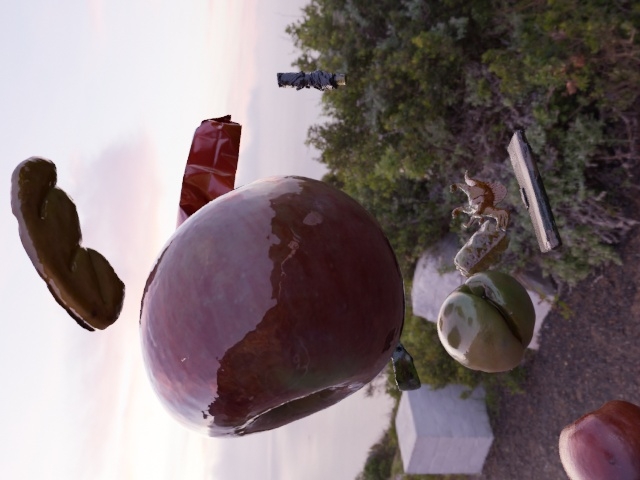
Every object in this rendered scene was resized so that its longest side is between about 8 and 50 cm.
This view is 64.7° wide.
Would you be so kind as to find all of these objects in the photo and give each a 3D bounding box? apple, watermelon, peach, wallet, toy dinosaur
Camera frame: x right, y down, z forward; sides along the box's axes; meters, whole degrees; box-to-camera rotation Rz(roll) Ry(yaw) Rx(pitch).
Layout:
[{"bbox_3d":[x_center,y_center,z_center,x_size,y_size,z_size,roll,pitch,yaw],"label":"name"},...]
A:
[{"bbox_3d":[-0.065,0.075,0.621,0.345,0.344,0.269,102,149,-62],"label":"apple"},{"bbox_3d":[0.235,0.354,1.409,0.245,0.063,0.119,66,-169,-47],"label":"watermelon"},{"bbox_3d":[0.482,0.239,1.460,0.247,0.292,0.292,16,109,44],"label":"peach"},{"bbox_3d":[0.564,-0.124,1.340,0.169,0.044,0.317,18,-124,-75],"label":"wallet"},{"bbox_3d":[0.608,0.441,1.017,0.218,0.218,0.201,98,152,-50],"label":"apple"},{"bbox_3d":[0.368,-0.106,1.151,0.057,0.142,0.212,43,-127,-38],"label":"toy dinosaur"}]

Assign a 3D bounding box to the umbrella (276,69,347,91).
[{"bbox_3d":[-0.018,-0.320,1.012,0.040,0.144,0.037,69,-152,-60],"label":"umbrella"}]

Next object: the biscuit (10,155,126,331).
[{"bbox_3d":[-0.407,0.009,0.809,0.154,0.045,0.299,-80,-33,-73],"label":"biscuit"}]

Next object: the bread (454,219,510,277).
[{"bbox_3d":[0.610,0.045,1.914,0.232,0.128,0.088,-54,-6,24],"label":"bread"}]

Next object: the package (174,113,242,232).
[{"bbox_3d":[-0.259,-0.107,1.172,0.196,0.123,0.424,109,163,-46],"label":"package"}]
